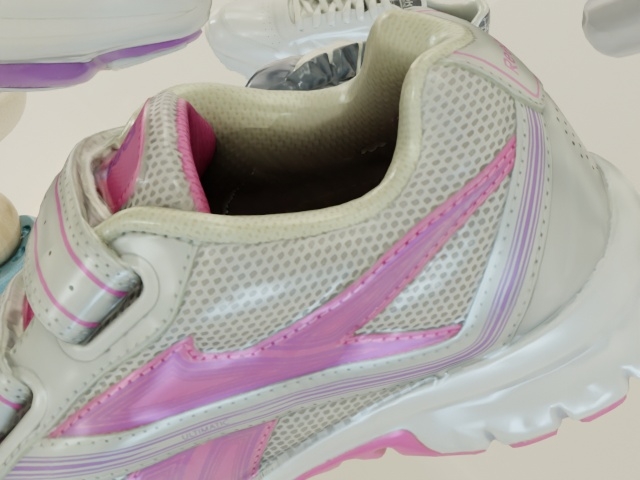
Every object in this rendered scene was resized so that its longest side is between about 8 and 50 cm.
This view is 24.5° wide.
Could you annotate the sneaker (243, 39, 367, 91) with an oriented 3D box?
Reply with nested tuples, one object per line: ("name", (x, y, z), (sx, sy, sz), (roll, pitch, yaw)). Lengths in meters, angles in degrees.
("sneaker", (0.000, 0.000, 0.631), (0.122, 0.110, 0.283), (-4, -15, 14))

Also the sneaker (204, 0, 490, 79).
("sneaker", (0.023, -0.178, 1.222), (0.095, 0.235, 0.090), (111, 158, -53))

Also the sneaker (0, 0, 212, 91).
("sneaker", (-0.190, -0.140, 0.588), (0.114, 0.305, 0.152), (-151, 69, -79))

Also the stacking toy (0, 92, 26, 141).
("stacking toy", (-0.481, -0.250, 1.215), (0.350, 0.480, 0.350), (-17, 16, 5))

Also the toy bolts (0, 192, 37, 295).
("toy bolts", (-0.275, 0.059, 1.062), (0.228, 0.158, 0.218), (-20, 40, 24))

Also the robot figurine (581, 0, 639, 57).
("robot figurine", (0.200, -0.248, 0.783), (0.353, 0.200, 0.300), (-171, 94, -71))

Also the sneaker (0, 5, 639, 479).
("sneaker", (-0.040, 0.020, 0.376), (0.252, 0.111, 0.103), (-29, 31, 4))
